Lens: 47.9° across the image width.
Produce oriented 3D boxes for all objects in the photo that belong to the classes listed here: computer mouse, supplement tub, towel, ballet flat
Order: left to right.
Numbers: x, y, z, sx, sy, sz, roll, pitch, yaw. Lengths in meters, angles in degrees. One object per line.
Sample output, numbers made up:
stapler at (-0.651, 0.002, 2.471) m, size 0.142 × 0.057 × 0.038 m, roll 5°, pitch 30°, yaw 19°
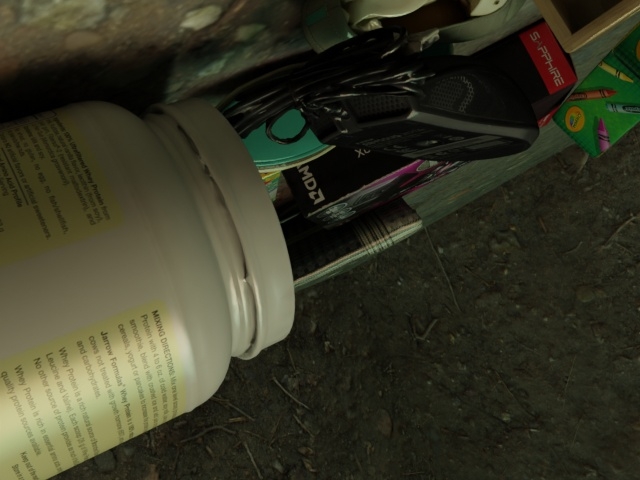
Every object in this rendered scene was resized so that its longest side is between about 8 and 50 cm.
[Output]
supplement tub at (-0.205, 0.042, 0.491) m, size 0.324 × 0.236 × 0.235 m, roll -22°, pitch 172°, yaw -24°
towel at (0.000, 0.000, 1.186) m, size 0.312 × 0.056 × 0.324 m, roll -26°, pitch -164°, yaw 3°
ballet flat at (0.006, -0.129, 0.651) m, size 0.248 × 0.086 × 0.086 m, roll -25°, pitch 173°, yaw -13°
computer mouse at (0.072, -0.113, 0.556) m, size 0.272 × 0.072 × 0.188 m, roll 2°, pitch 173°, yaw -45°
ballet flat at (0.088, -0.180, 0.528) m, size 0.213 × 0.072 × 0.068 m, roll -21°, pitch -174°, yaw -22°

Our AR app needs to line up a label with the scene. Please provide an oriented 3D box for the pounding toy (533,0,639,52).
pounding toy at (0.226, -0.217, 0.509) m, size 0.141 × 0.130 × 0.100 m, roll -32°, pitch 180°, yaw 43°

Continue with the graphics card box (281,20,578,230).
graphics card box at (0.141, -0.137, 0.969) m, size 0.370 × 0.094 × 0.233 m, roll -25°, pitch 174°, yaw 6°

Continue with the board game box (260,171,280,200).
board game box at (-0.113, -0.052, 0.877) m, size 0.124 × 0.039 × 0.259 m, roll -24°, pitch -179°, yaw -6°

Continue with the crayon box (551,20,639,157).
crayon box at (0.421, -0.240, 0.864) m, size 0.278 × 0.081 × 0.165 m, roll -43°, pitch 172°, yaw -14°
